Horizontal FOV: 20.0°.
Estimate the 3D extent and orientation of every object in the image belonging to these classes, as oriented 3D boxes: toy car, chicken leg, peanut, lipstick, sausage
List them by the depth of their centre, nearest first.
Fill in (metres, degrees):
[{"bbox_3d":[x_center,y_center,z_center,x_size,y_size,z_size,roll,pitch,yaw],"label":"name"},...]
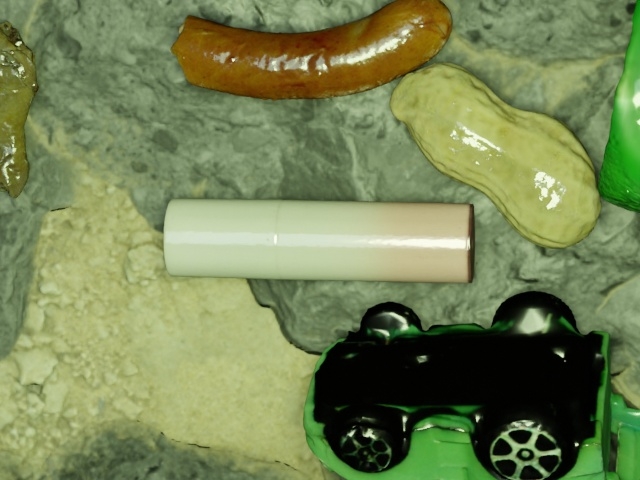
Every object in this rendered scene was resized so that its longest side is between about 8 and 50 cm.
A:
[{"bbox_3d":[0.170,0.184,1.869,0.359,0.213,0.176,-3,124,12],"label":"toy car"},{"bbox_3d":[0.191,-0.097,1.907,0.257,0.123,0.123,41,95,11],"label":"peanut"},{"bbox_3d":[0.000,0.000,1.944,0.327,0.087,0.087,2,90,8],"label":"lipstick"},{"bbox_3d":[-0.008,-0.202,1.951,0.302,0.076,0.103,-4,90,8],"label":"sausage"},{"bbox_3d":[-0.349,-0.145,2.008,0.085,0.069,0.198,-2,96,10],"label":"chicken leg"}]

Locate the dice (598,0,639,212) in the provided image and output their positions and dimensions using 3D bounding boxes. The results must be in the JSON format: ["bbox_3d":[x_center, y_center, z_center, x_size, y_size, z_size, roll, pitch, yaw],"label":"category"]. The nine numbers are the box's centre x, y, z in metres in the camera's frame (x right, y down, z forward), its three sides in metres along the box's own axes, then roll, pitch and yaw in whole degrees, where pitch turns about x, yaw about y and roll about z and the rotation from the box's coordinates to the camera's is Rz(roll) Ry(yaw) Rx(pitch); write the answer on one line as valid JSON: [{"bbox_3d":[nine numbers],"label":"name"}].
[{"bbox_3d":[0.440,-0.142,1.777,0.287,0.297,0.300,12,92,10],"label":"dice"}]
